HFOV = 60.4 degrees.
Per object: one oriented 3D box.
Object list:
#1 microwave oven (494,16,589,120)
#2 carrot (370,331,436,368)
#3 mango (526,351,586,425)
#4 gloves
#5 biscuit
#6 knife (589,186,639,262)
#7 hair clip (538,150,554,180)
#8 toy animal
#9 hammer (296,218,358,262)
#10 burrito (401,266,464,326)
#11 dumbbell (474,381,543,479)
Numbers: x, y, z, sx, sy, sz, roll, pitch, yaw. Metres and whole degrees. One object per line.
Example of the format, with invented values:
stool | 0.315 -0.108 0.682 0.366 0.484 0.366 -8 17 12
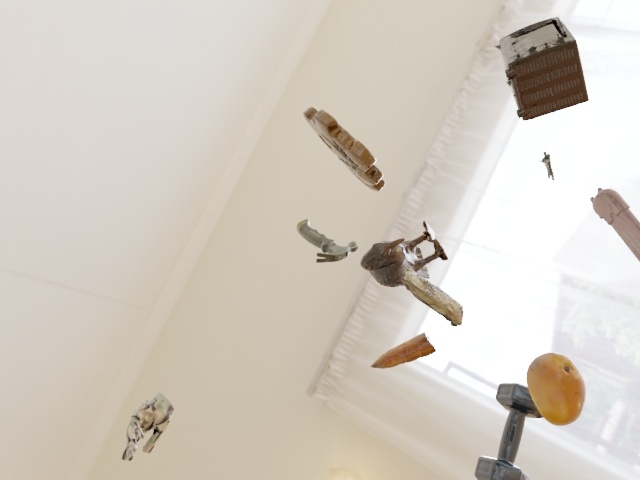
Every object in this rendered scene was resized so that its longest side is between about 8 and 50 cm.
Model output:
microwave oven | 0.575 -0.459 1.447 0.188 0.178 0.247 59 -155 -28
carrot | 0.247 0.347 1.674 0.205 0.072 0.072 -24 -37 5
mango | 0.594 0.381 1.385 0.112 0.145 0.219 -30 -60 -25
gloves | -0.565 0.599 1.759 0.212 0.111 0.127 -45 -23 -16
biscuit | 0.075 -0.202 1.345 0.043 0.278 0.301 -45 -45 1
knife | 0.733 0.035 1.207 0.038 0.399 0.132 -19 -29 -15
hair clip | 0.757 -0.243 1.843 0.039 0.030 0.115 -35 -53 2
toy animal | 0.201 0.042 1.323 0.185 0.122 0.298 -30 -16 7
hammer | 0.000 0.000 1.884 0.159 0.226 0.041 -22 -46 -37
burrito | 0.213 0.106 1.054 0.171 0.042 0.051 33 -141 -21
dumbbell | 0.590 0.607 1.696 0.160 0.144 0.325 44 -118 -42
